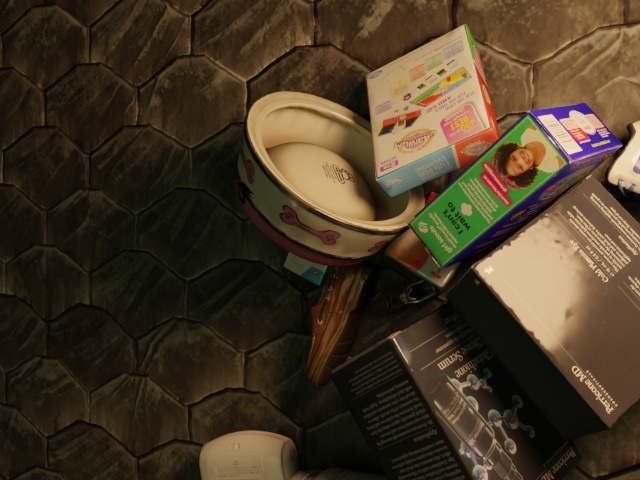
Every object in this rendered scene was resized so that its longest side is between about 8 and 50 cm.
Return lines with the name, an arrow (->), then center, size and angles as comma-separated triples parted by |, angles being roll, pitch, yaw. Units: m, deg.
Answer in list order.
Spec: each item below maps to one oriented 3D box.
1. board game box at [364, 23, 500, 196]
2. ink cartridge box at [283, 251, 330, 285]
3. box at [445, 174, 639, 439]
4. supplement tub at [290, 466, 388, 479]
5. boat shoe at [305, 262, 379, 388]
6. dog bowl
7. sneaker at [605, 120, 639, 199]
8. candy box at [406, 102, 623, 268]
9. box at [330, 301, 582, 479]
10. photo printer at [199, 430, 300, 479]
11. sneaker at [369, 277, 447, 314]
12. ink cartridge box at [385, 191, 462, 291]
board game box -> 0.216, -0.264, 1.428 | 0.242, 0.064, 0.317 | -22, 47, 25
ink cartridge box -> 0.000, 0.000, 1.641 | 0.104, 0.060, 0.180 | 28, 104, 21
box -> 0.465, 0.119, 1.288 | 0.312, 0.179, 0.343 | -34, 75, -18
supplement tub -> 0.095, 0.625, 1.536 | 0.331, 0.241, 0.241 | 1, 93, 25
boat shoe -> 0.028, 0.182, 1.622 | 0.104, 0.110, 0.308 | 26, 94, 25
dog bowl -> 0.006, -0.120, 1.466 | 0.408, 0.408, 0.150 | 45, 128, 16
sneaker -> 0.634, -0.094, 1.319 | 0.182, 0.127, 0.316 | -15, 80, 28
candy box -> 0.358, -0.102, 1.316 | 0.122, 0.268, 0.317 | 55, 129, 16
box -> 0.261, 0.342, 1.385 | 0.212, 0.293, 0.396 | -40, 76, 45
photo printer -> -0.162, 0.617, 1.727 | 0.255, 0.107, 0.308 | -11, 88, 25
sneaker -> 0.182, 0.116, 1.558 | 0.188, 0.071, 0.066 | -25, 83, 23
ink cartridge box -> 0.245, -0.004, 1.502 | 0.145, 0.045, 0.179 | 33, 84, 20
